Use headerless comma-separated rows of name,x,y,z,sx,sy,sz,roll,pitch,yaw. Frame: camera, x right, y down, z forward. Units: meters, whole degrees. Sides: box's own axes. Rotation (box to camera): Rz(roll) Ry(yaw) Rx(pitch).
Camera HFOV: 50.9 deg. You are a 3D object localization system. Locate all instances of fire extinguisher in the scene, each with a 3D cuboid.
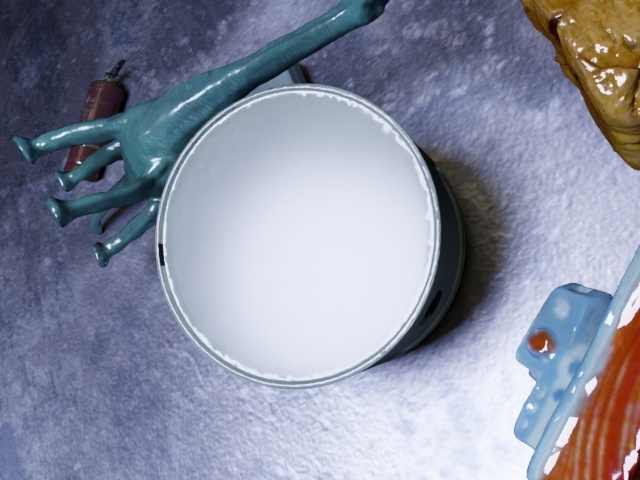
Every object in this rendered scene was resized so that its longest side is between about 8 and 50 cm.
fire extinguisher,-0.292,-0.155,0.874,0.078,0.045,0.157,0,74,52

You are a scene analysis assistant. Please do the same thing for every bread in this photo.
bread,0.258,-0.164,0.511,0.158,0.143,0.149,-38,59,18

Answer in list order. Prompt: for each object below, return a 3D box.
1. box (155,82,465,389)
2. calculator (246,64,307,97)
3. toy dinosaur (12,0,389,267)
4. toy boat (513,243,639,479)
box,0.000,0.000,0.561,0.226,0.149,0.226,-1,86,20
calculator,-0.056,-0.089,0.715,0.141,0.045,0.246,-31,61,17
toy dinosaur,-0.109,-0.109,0.680,0.330,0.383,0.129,-29,90,-11
toy boat,0.245,0.027,0.460,0.332,0.145,0.133,-60,34,2
